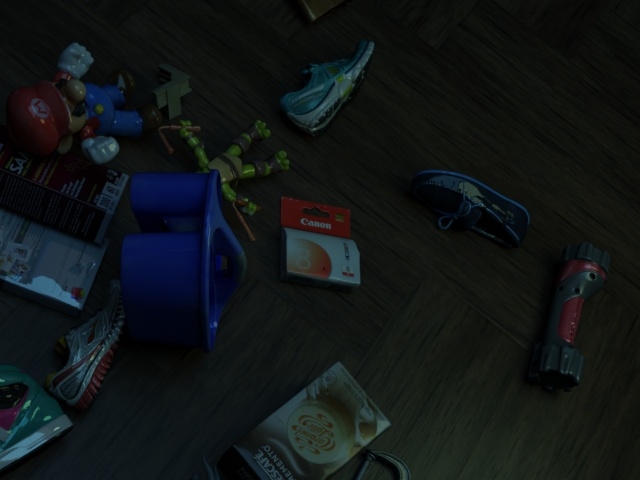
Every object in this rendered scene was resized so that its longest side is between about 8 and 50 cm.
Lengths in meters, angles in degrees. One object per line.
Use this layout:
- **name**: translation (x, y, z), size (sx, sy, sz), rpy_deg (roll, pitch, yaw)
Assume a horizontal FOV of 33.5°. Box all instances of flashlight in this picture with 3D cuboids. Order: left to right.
- **flashlight**: translation (0.488, 0.147, 2.048), size (0.103, 0.103, 0.304), rpy_deg (28, 54, -10)

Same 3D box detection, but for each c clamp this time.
- **c clamp**: translation (0.078, 0.409, 1.765), size (0.137, 0.022, 0.160), rpy_deg (38, 55, 1)

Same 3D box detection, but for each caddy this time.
- **caddy**: translation (-0.206, 0.034, 1.677), size (0.179, 0.341, 0.241), rpy_deg (2, 60, -2)

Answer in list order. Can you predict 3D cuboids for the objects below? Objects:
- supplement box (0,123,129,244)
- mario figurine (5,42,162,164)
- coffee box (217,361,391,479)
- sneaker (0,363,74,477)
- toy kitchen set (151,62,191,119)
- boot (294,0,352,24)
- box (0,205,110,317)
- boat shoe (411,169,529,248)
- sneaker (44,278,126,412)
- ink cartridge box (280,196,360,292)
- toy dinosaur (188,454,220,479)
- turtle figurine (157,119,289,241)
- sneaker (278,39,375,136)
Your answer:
- **supplement box**: translation (-0.452, -0.096, 1.764), size (0.240, 0.073, 0.130), rpy_deg (22, 32, -11)
- **mario figurine**: translation (-0.383, -0.229, 1.775), size (0.198, 0.170, 0.320), rpy_deg (16, 18, 21)
- **coffee box**: translation (-0.025, 0.329, 1.718), size (0.246, 0.098, 0.141), rpy_deg (-35, 80, -35)
- **sneaker**: translation (-0.518, 0.268, 1.518), size (0.296, 0.124, 0.178), rpy_deg (-28, 81, -41)
- **toy kitchen set**: translation (-0.294, -0.274, 1.983), size (0.075, 0.068, 0.083), rpy_deg (31, 49, 30)
- **boot**: translation (-0.098, -0.561, 2.223), size (0.264, 0.096, 0.280), rpy_deg (-31, 85, -41)
- **box**: translation (-0.457, 0.027, 1.738), size (0.186, 0.038, 0.145), rpy_deg (21, 56, -10)
- **boat shoe**: translation (0.298, -0.061, 2.080), size (0.258, 0.109, 0.089), rpy_deg (18, 60, -11)
- **sneaker**: translation (-0.363, 0.153, 1.677), size (0.093, 0.088, 0.225), rpy_deg (23, 55, -9)
- **ink cartridge box**: translation (0.000, 0.000, 1.952), size (0.145, 0.045, 0.179), rpy_deg (10, 61, -19)
- **toy dinosaur**: translation (-0.100, 0.473, 1.592), size (0.313, 0.121, 0.160), rpy_deg (38, 68, 5)
- **turtle figurine**: translation (-0.159, -0.120, 1.923), size (0.269, 0.087, 0.217), rpy_deg (48, 48, 12)
- **sneaker**: translation (0.021, -0.323, 2.113), size (0.110, 0.107, 0.275), rpy_deg (34, 54, 9)
